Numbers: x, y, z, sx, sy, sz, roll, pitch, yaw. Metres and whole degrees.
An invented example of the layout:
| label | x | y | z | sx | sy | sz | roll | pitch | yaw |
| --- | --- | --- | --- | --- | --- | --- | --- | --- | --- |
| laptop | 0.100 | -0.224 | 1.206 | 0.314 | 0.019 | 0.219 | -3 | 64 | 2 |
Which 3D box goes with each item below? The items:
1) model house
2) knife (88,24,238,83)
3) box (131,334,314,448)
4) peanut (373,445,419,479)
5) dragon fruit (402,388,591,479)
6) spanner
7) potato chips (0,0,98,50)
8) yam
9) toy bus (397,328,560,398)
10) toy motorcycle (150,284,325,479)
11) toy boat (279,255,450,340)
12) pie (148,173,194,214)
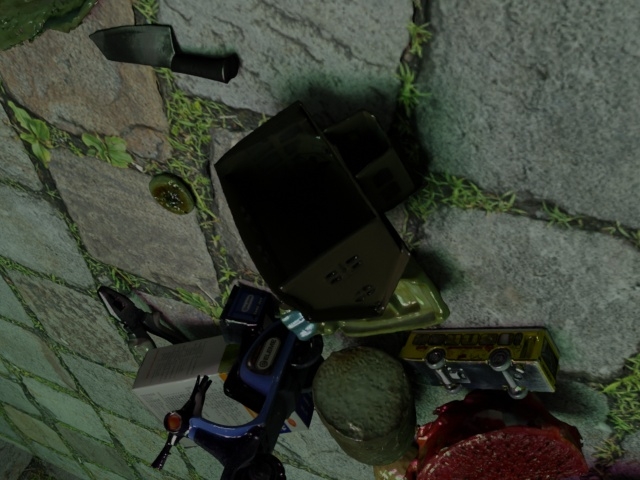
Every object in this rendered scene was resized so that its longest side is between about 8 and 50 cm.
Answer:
| label | x | y | z | sx | sy | sz | roll | pitch | yaw |
| --- | --- | --- | --- | --- | --- | --- | --- | --- | --- |
| model house | 0.032 | -0.021 | 0.789 | 0.211 | 0.204 | 0.243 | 60 | -174 | 32 |
| knife | -0.203 | -0.239 | 0.823 | 0.230 | 0.028 | 0.060 | 15 | 129 | 26 |
| box | -0.186 | 0.290 | 1.293 | 0.299 | 0.106 | 0.200 | -15 | 126 | 22 |
| peanut | 0.171 | 0.470 | 1.316 | 0.159 | 0.109 | 0.140 | 40 | 135 | -18 |
| dragon fruit | 0.245 | 0.273 | 0.993 | 0.273 | 0.161 | 0.126 | -11 | 115 | 7 |
| spanner | -0.346 | 0.208 | 1.384 | 0.040 | 0.096 | 0.325 | -11 | 128 | 44 |
| potato chips | -0.427 | -0.390 | 0.760 | 0.428 | 0.070 | 0.359 | 1 | 137 | 35 |
| yam | 0.078 | 0.273 | 1.077 | 0.161 | 0.161 | 0.268 | 17 | 160 | 18 |
| toy bus | 0.227 | 0.177 | 0.962 | 0.226 | 0.074 | 0.081 | -10 | 127 | 42 |
| toy motorcycle | -0.118 | 0.246 | 1.055 | 0.212 | 0.359 | 0.125 | 9 | 138 | 13 |
| toy boat | 0.062 | 0.083 | 0.966 | 0.276 | 0.084 | 0.111 | -17 | 120 | 42 |
| pie | -0.233 | -0.070 | 1.039 | 0.084 | 0.021 | 0.084 | 20 | 143 | 16 |
